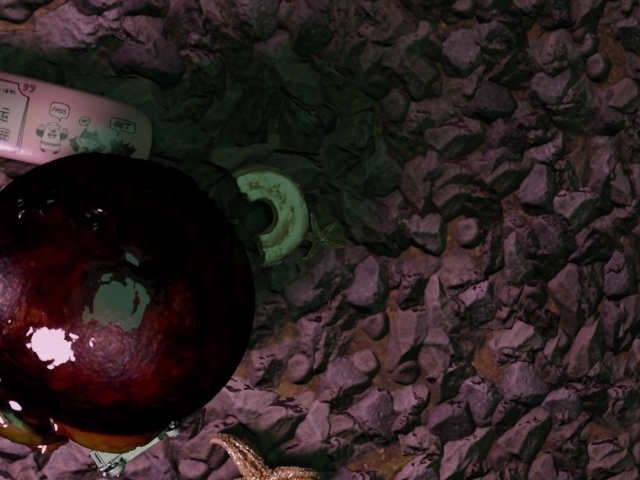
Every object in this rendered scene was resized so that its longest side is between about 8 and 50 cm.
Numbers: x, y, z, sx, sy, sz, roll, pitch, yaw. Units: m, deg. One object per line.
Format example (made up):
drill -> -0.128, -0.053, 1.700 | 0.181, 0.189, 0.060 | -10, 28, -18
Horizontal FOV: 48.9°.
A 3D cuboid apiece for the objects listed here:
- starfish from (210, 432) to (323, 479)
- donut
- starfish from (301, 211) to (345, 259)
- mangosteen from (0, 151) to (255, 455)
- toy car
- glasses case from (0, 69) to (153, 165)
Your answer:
starfish -> -0.104, 0.413, 1.146 | 0.216, 0.071, 0.238 | -29, 94, -21
donut -> -0.076, -0.048, 1.139 | 0.108, 0.065, 0.166 | -18, 96, -17
starfish -> 0.000, 0.000, 1.191 | 0.086, 0.016, 0.092 | 38, 75, -14
mangosteen -> -0.289, 0.079, 0.940 | 0.381, 0.421, 0.381 | 26, 45, -29
toy car -> -0.286, 0.297, 1.087 | 0.143, 0.054, 0.073 | -33, 103, -19
glasses case -> -0.403, -0.169, 1.023 | 0.314, 0.075, 0.122 | 12, 85, -18
